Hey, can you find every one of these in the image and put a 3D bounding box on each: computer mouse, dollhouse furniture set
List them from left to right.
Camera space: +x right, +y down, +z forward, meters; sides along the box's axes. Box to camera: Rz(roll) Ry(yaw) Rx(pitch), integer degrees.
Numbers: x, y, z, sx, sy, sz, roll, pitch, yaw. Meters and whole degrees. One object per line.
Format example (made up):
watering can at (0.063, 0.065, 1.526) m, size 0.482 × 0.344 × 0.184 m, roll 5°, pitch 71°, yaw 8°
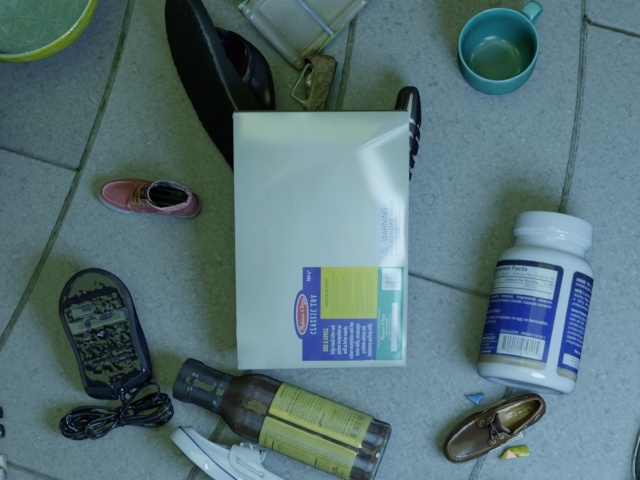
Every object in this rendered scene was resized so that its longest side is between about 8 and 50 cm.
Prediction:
computer mouse at (-0.349, 0.179, 1.952) m, size 0.189 × 0.072 × 0.272 m, roll -11°, pitch 90°, yaw 1°
dollhouse furniture set at (-0.076, -0.465, 2.059) m, size 0.197 × 0.151 × 0.301 m, roll -45°, pitch 107°, yaw 2°

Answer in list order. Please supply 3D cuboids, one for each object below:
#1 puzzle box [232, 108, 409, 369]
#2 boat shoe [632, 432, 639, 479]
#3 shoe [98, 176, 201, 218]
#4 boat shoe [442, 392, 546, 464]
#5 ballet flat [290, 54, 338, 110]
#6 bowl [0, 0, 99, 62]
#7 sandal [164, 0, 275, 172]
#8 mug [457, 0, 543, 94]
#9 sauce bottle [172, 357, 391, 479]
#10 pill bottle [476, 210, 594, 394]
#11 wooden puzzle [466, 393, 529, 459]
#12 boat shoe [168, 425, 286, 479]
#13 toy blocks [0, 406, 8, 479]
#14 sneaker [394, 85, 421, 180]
puzzle box at (0.000, 0.000, 1.868) m, size 0.272 × 0.052 × 0.408 m, roll 0°, pitch 100°, yaw -3°
boat shoe at (0.528, 0.404, 1.800) m, size 0.116 × 0.099 × 0.319 m, roll 7°, pitch 79°, yaw 7°
shoe at (-0.289, -0.077, 1.988) m, size 0.178 × 0.081 × 0.063 m, roll 9°, pitch 79°, yaw 7°
boat shoe at (0.268, 0.286, 1.855) m, size 0.178 × 0.060 × 0.064 m, roll -28°, pitch 78°, yaw -5°
ballet flat at (-0.022, -0.216, 1.995) m, size 0.067 × 0.073 × 0.206 m, roll 15°, pitch 71°, yaw -15°
bowl at (-0.496, -0.422, 2.043) m, size 0.290 × 0.156 × 0.289 m, roll -1°, pitch 78°, yaw 6°
sandal at (-0.125, -0.221, 1.985) m, size 0.107 × 0.167 × 0.445 m, roll -26°, pitch 84°, yaw -29°
mug at (0.303, -0.309, 1.973) m, size 0.158 × 0.097 × 0.129 m, roll -17°, pitch 77°, yaw 1°
sauce bottle at (-0.062, 0.274, 1.878) m, size 0.344 × 0.111 × 0.111 m, roll 22°, pitch 81°, yaw 9°
pill bottle at (0.339, 0.096, 1.856) m, size 0.153 × 0.153 × 0.264 m, roll 12°, pitch 79°, yaw 8°
wooden puzzle at (0.279, 0.293, 1.892) m, size 0.079 × 0.014 × 0.116 m, roll -17°, pitch 77°, yaw -3°
boat shoe at (-0.117, 0.359, 1.883) m, size 0.258 × 0.095 × 0.084 m, roll 36°, pitch 79°, yaw 1°
toy blocks at (-0.663, 0.399, 1.832) m, size 0.309 × 0.260 × 0.288 m, roll -11°, pitch 77°, yaw 3°
sneaker at (0.068, -0.127, 1.956) m, size 0.163 × 0.106 × 0.281 m, roll 10°, pitch 80°, yaw 11°
